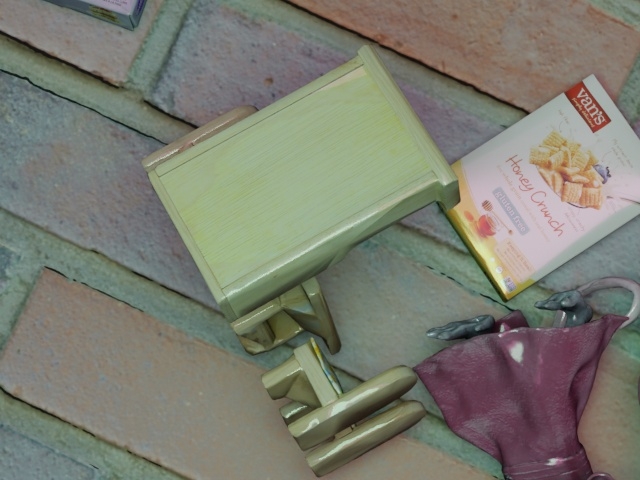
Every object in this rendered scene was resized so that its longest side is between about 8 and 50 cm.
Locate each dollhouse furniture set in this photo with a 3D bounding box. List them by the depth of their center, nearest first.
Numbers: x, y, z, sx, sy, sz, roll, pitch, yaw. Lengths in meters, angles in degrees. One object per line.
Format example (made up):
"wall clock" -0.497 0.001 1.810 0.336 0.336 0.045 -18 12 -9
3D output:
"dollhouse furniture set" 0.000 0.000 1.746 0.256 0.394 0.362 -29 69 -4

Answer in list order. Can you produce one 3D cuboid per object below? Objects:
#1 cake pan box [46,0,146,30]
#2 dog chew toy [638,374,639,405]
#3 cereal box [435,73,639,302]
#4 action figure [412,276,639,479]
"cake pan box" -0.307 -0.413 1.995 0.267 0.070 0.245 20 81 4
"dog chew toy" 0.443 0.181 1.814 0.207 0.206 0.331 -14 94 -1
"cereal box" 0.270 -0.062 1.947 0.240 0.047 0.173 -34 83 -4
"action figure" 0.250 0.254 1.869 0.276 0.248 0.370 -19 93 -42
